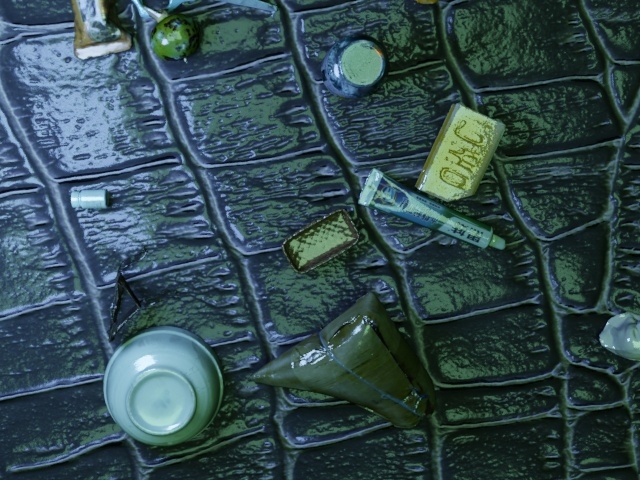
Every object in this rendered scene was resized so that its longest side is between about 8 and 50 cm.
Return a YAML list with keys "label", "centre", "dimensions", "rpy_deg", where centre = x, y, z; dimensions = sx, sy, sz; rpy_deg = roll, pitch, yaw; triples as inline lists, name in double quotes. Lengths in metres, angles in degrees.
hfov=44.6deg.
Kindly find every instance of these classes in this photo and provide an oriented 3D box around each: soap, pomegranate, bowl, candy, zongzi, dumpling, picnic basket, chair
- label: "soap"
  centre: [0.346, -0.208, 1.937]
  dimensions: [0.140, 0.073, 0.231]
  rpy_deg: [24, 98, -3]
- label: "pomegranate"
  centre: [-0.350, -0.490, 1.825]
  dimensions: [0.122, 0.122, 0.161]
  rpy_deg: [-36, 92, 2]
- label: "bowl"
  centre: [-0.393, 0.377, 1.942]
  dimensions: [0.308, 0.163, 0.306]
  rpy_deg: [-1, 97, -7]
- label: "candy"
  centre: [-0.525, -0.562, 1.812]
  dimensions: [0.143, 0.101, 0.271]
  rpy_deg: [-5, 105, 3]
- label: "zongzi"
  centre: [0.070, 0.371, 1.973]
  dimensions: [0.393, 0.174, 0.356]
  rpy_deg: [-33, 106, 11]
- label: "dumpling"
  centre: [0.827, 0.249, 2.035]
  dimensions: [0.188, 0.108, 0.127]
  rpy_deg: [8, 75, 11]
- label: "picnic basket"
  centre: [0.000, 0.000, 1.956]
  dimensions: [0.194, 0.055, 0.110]
  rpy_deg: [-28, 99, 1]
- label: "chair"
  centre: [-0.465, 0.137, 1.896]
  dimensions: [0.213, 0.174, 0.149]
  rpy_deg: [-39, 103, -9]

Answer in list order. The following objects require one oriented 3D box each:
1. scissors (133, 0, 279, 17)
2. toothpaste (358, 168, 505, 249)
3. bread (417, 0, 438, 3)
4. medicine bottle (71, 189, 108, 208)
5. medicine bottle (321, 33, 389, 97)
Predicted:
- label: "scissors"
  centre: [-0.273, -0.592, 1.847]
  dimensions: [0.361, 0.029, 0.191]
  rpy_deg: [10, 117, -13]
- label: "toothpaste"
  centre: [0.289, -0.063, 1.962]
  dimensions: [0.392, 0.061, 0.098]
  rpy_deg: [23, 99, -5]
- label: "bread"
  centre: [0.253, -0.681, 1.823]
  dimensions: [0.269, 0.145, 0.268]
  rpy_deg: [-1, 103, -4]
- label: "medicine bottle"
  centre: [-0.562, -0.101, 1.905]
  dimensions: [0.083, 0.047, 0.047]
  rpy_deg: [-2, 99, -3]
- label: "medicine bottle"
  centre: [0.079, -0.394, 1.778]
  dimensions: [0.142, 0.293, 0.141]
  rpy_deg: [-1, 99, -3]
